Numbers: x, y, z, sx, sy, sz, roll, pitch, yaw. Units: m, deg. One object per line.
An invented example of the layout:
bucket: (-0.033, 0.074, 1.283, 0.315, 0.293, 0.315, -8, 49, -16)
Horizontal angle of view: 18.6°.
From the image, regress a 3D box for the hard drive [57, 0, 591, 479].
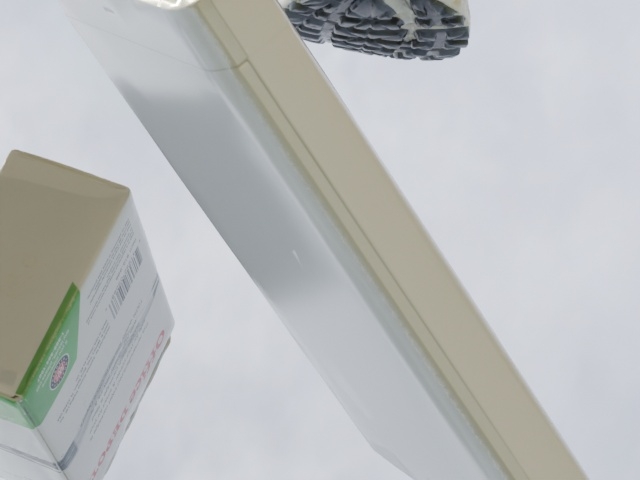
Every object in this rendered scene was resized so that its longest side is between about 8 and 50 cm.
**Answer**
hard drive: (0.000, 0.000, 0.854, 0.040, 0.203, 0.307, -39, -64, -11)

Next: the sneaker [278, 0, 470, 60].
sneaker: (0.040, -0.180, 1.040, 0.110, 0.283, 0.122, 9, -104, -4)

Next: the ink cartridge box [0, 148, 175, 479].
ink cartridge box: (-0.171, 0.062, 1.243, 0.087, 0.208, 0.153, 19, -114, 13)
